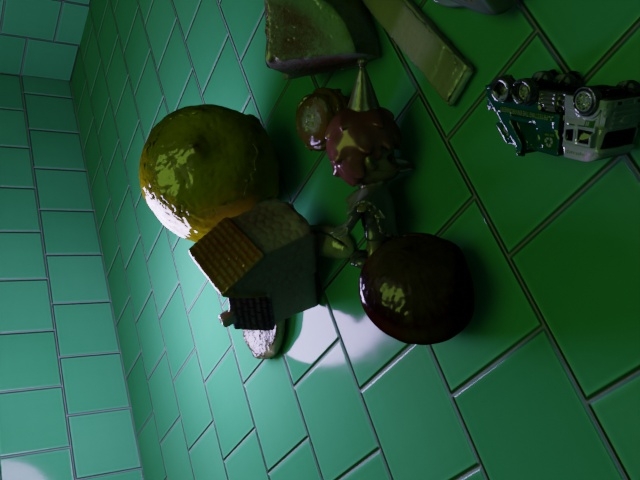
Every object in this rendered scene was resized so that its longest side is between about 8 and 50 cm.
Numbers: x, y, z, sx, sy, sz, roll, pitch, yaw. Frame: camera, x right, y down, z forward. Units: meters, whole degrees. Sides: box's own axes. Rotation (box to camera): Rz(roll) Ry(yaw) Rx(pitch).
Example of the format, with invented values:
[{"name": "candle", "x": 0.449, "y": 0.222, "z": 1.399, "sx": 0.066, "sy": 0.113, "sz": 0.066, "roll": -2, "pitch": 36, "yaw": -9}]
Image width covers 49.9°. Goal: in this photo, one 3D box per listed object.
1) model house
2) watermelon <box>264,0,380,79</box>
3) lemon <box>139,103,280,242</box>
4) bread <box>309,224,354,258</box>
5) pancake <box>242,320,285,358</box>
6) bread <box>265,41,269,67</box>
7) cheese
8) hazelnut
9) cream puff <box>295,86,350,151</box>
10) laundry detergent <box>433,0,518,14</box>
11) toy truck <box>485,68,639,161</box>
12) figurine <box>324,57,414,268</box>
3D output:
[{"name": "model house", "x": -0.150, "y": 0.062, "z": 1.529, "sx": 0.202, "sy": 0.237, "sz": 0.237, "roll": 45, "pitch": 148, "yaw": 39}, {"name": "watermelon", "x": -0.022, "y": -0.443, "z": 1.430, "sx": 0.231, "sy": 0.193, "sz": 0.310, "roll": -41, "pitch": 83, "yaw": 10}, {"name": "lemon", "x": -0.268, "y": -0.157, "z": 1.695, "sx": 0.387, "sy": 0.349, "sz": 0.350, "roll": 97, "pitch": 164, "yaw": -75}, {"name": "bread", "x": 0.000, "y": 0.000, "z": 1.525, "sx": 0.214, "sy": 0.053, "sz": 0.073, "roll": 10, "pitch": 95, "yaw": 58}, {"name": "pancake", "x": -0.149, "y": 0.185, "z": 1.776, "sx": 0.253, "sy": 0.037, "sz": 0.254, "roll": 1, "pitch": 91, "yaw": 59}, {"name": "bread", "x": -0.066, "y": -0.520, "z": 1.595, "sx": 0.160, "sy": 0.088, "sz": 0.233, "roll": 13, "pitch": 104, "yaw": 53}, {"name": "cheese", "x": 0.163, "y": -0.400, "z": 1.286, "sx": 0.085, "sy": 0.034, "sz": 0.400, "roll": -60, "pitch": 42, "yaw": 38}, {"name": "hazelnut", "x": 0.163, "y": 0.095, "z": 1.164, "sx": 0.208, "sy": 0.208, "sz": 0.208, "roll": 0, "pitch": 90, "yaw": 58}, {"name": "cream puff", "x": 0.016, "y": -0.256, "z": 1.454, "sx": 0.144, "sy": 0.103, "sz": 0.126, "roll": -30, "pitch": 78, "yaw": 54}, {"name": "laundry detergent", "x": 0.189, "y": -0.471, "z": 1.121, "sx": 0.105, "sy": 0.215, "sz": 0.280, "roll": -44, "pitch": 36, "yaw": -8}, {"name": "toy truck", "x": 0.334, "y": -0.169, "z": 0.958, "sx": 0.216, "sy": 0.110, "sz": 0.116, "roll": 30, "pitch": 127, "yaw": 53}, {"name": "figurine", "x": 0.094, "y": -0.141, "z": 1.295, "sx": 0.207, "sy": 0.166, "sz": 0.387, "roll": -63, "pitch": -28, "yaw": -80}]
